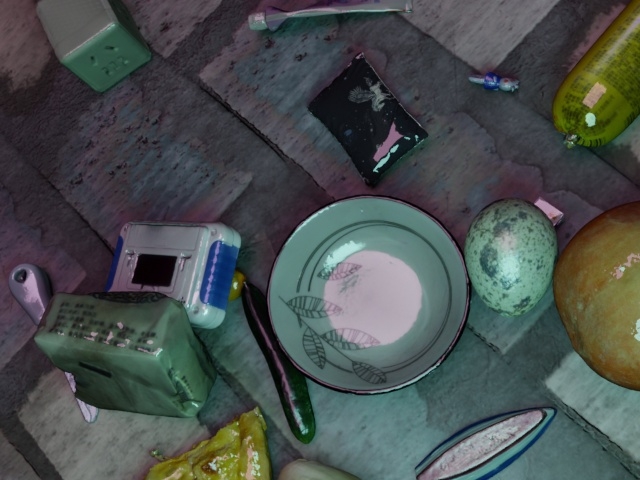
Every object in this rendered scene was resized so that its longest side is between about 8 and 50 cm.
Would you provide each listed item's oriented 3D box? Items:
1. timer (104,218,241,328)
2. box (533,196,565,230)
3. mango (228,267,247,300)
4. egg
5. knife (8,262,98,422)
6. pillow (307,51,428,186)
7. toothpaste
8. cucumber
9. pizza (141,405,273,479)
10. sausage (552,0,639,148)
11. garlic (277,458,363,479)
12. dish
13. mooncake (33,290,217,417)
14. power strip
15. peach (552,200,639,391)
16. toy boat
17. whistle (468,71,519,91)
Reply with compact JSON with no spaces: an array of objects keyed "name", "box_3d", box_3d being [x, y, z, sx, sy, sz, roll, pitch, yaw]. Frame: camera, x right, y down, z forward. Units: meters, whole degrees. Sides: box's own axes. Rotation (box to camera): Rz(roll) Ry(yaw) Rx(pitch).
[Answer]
[{"name":"timer","box_3d":[-0.261,0.051,1.411,0.253,0.078,0.178,2,73,34]},{"name":"box","box_3d":[0.319,-0.007,1.271,0.050,0.036,0.117,39,89,24]},{"name":"mango","box_3d":[-0.167,0.077,1.414,0.089,0.046,0.060,-18,69,17]},{"name":"egg","box_3d":[0.272,0.024,1.184,0.132,0.132,0.172,1,82,20]},{"name":"knife","box_3d":[-0.466,0.174,1.500,0.080,0.044,0.331,-36,71,-2]},{"name":"pillow","box_3d":[0.077,-0.208,1.412,0.141,0.055,0.208,-43,64,12]},{"name":"toothpaste","box_3d":[0.016,-0.423,1.501,0.300,0.048,0.075,-8,44,10]},{"name":"cucumber","box_3d":[-0.067,0.192,1.342,0.056,0.056,0.284,-27,70,10]},{"name":"pizza","box_3d":[-0.209,0.419,1.309,0.287,0.075,0.280,-12,69,16]},{"name":"sausage","box_3d":[0.475,-0.277,1.249,0.123,0.123,0.347,41,90,25]},{"name":"garlic","box_3d":[0.049,0.460,1.153,0.313,0.286,0.249,20,37,18]},{"name":"dish","box_3d":[0.080,0.089,1.288,0.316,0.106,0.317,-4,75,15]},{"name":"mooncake","box_3d":[-0.295,0.180,1.324,0.254,0.250,0.136,5,55,17]},{"name":"power strip","box_3d":[-0.453,-0.428,1.619,0.139,0.140,0.224,-34,65,8]},{"name":"peach","box_3d":[0.436,0.079,1.100,0.252,0.252,0.253,-6,72,18]},{"name":"toy boat","box_3d":[0.240,0.300,1.204,0.228,0.046,0.080,-31,63,10]},{"name":"whistle","box_3d":[0.287,-0.263,1.367,0.083,0.029,0.033,15,42,18]}]
